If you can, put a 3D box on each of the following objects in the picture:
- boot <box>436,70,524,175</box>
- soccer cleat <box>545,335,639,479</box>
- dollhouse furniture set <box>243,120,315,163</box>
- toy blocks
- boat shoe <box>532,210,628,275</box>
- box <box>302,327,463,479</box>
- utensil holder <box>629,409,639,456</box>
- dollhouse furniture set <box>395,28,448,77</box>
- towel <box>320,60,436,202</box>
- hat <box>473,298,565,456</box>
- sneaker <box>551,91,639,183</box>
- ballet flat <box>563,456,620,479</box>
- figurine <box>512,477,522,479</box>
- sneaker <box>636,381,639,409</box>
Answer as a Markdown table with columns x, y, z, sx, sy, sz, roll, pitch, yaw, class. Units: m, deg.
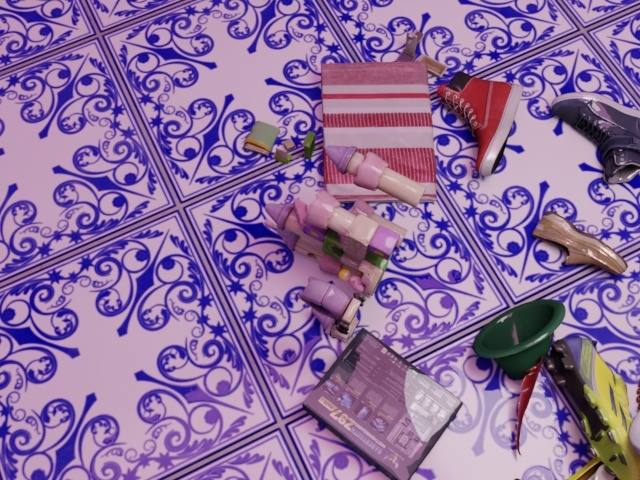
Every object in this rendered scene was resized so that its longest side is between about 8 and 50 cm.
| x | y | z | sx | sy | sz | roll | pitch | yaw | class |
| --- | --- | --- | --- | --- | --- | --- | --- | --- | --- |
| 0.315 | -0.251 | 1.654 | 0.176 | 0.088 | 0.244 | 17 | 59 | 9 | boot |
| 0.501 | 0.282 | 1.366 | 0.121 | 0.093 | 0.289 | -4 | 44 | -14 | soccer cleat |
| -0.088 | -0.215 | 1.658 | 0.151 | 0.059 | 0.076 | 18 | 67 | 9 | dollhouse furniture set |
| 0.000 | 0.000 | 1.437 | 0.260 | 0.289 | 0.309 | 28 | 71 | 6 | toy blocks |
| 0.506 | 0.021 | 1.542 | 0.190 | 0.068 | 0.072 | 36 | 83 | 26 | boat shoe |
| 0.111 | 0.299 | 1.420 | 0.232 | 0.059 | 0.183 | 35 | 71 | 15 | box |
| 0.717 | 0.387 | 1.177 | 0.327 | 0.327 | 0.386 | -31 | 87 | -12 | utensil holder |
| 0.239 | -0.427 | 1.734 | 0.114 | 0.081 | 0.091 | 31 | 70 | 14 | dollhouse furniture set |
| 0.121 | -0.232 | 1.669 | 0.236 | 0.037 | 0.329 | -1 | 70 | -1 | towel |
| 0.392 | 0.238 | 1.447 | 0.208 | 0.173 | 0.184 | -30 | 102 | 1 | hat |
| 0.580 | -0.212 | 1.627 | 0.226 | 0.086 | 0.163 | 18 | 65 | 8 | sneaker |
| 0.443 | 0.438 | 1.339 | 0.231 | 0.077 | 0.077 | -38 | 72 | -14 | ballet flat |
| 0.368 | 0.532 | 1.270 | 0.209 | 0.092 | 0.215 | 26 | 95 | 7 | figurine |
| 0.631 | 0.319 | 1.397 | 0.092 | 0.088 | 0.225 | 7 | 67 | -14 | sneaker |
